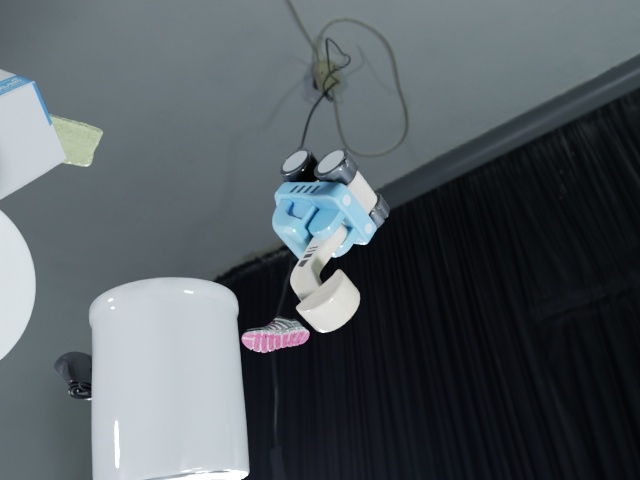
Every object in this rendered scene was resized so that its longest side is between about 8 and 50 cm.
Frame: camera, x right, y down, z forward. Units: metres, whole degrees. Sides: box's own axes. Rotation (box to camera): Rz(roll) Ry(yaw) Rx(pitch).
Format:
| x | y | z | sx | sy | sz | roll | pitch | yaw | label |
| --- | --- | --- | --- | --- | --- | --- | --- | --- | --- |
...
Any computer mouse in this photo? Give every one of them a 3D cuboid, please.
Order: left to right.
| x | y | z | sx | sy | sz | roll | pitch | yaw | label |
| --- | --- | --- | --- | --- | --- | --- | --- | --- | --- |
| -0.628 | 0.363 | 1.600 | 0.272 | 0.072 | 0.188 | 18 | 172 | 45 | computer mouse |

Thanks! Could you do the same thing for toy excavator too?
| x | y | z | sx | sy | sz | roll | pitch | yaw | label |
| --- | --- | --- | --- | --- | --- | --- | --- | --- | --- |
| 0.000 | 0.000 | 1.467 | 0.433 | 0.445 | 0.222 | 8 | 147 | 48 | toy excavator |

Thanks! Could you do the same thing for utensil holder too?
| x | y | z | sx | sy | sz | roll | pitch | yaw | label |
| --- | --- | --- | --- | --- | --- | --- | --- | --- | --- |
| -0.323 | 0.321 | 1.252 | 0.327 | 0.385 | 0.327 | -8 | 153 | -4 | utensil holder |

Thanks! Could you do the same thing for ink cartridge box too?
| x | y | z | sx | sy | sz | roll | pitch | yaw | label |
| --- | --- | --- | --- | --- | --- | --- | --- | --- | --- |
| -0.630 | -0.210 | 1.078 | 0.233 | 0.168 | 0.171 | 23 | 139 | 27 | ink cartridge box |

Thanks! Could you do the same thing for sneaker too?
| x | y | z | sx | sy | sz | roll | pitch | yaw | label |
| --- | --- | --- | --- | --- | --- | --- | --- | --- | --- |
| -0.118 | 0.230 | 1.475 | 0.170 | 0.075 | 0.063 | -4 | 120 | -21 | sneaker |

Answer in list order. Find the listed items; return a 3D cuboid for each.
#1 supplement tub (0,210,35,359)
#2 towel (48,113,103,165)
| x | y | z | sx | sy | sz | roll | pitch | yaw | label |
| --- | --- | --- | --- | --- | --- | --- | --- | --- | --- |
| -0.509 | 0.060 | 0.655 | 0.325 | 0.235 | 0.235 | -7 | 143 | 28 | supplement tub |
| -0.556 | -0.217 | 1.264 | 0.148 | 0.027 | 0.110 | 11 | 128 | -37 | towel |
